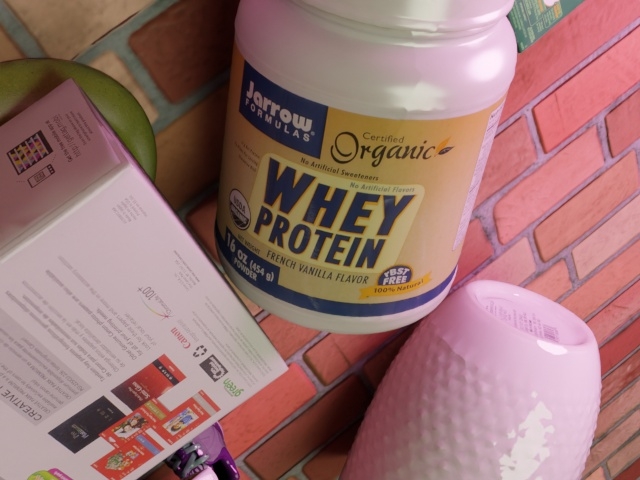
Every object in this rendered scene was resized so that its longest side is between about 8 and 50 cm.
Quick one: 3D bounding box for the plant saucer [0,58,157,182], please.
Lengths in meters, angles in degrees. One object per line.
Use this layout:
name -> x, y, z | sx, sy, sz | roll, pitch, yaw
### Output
plant saucer -> -0.240, -0.034, 0.822 | 0.241, 0.037, 0.241 | -22, 135, -23

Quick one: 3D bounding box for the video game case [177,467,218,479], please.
video game case -> -0.234, 0.321, 1.000 | 0.206, 0.026, 0.227 | -32, 180, 43

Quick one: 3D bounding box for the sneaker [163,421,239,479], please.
sneaker -> -0.153, 0.209, 1.060 | 0.083, 0.098, 0.223 | -44, 140, 1

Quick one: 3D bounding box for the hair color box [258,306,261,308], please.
hair color box -> 0.000, 0.000, 1.036 | 0.167, 0.053, 0.093 | -17, 135, -26

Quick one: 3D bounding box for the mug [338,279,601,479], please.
mug -> 0.216, 0.220, 1.275 | 0.374, 0.276, 0.328 | -29, 141, -65

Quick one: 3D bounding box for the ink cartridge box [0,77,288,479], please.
ink cartridge box -> -0.215, 0.074, 0.808 | 0.272, 0.130, 0.309 | -36, 140, -5

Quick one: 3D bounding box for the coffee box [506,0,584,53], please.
coffee box -> 0.245, -0.286, 0.991 | 0.184, 0.040, 0.113 | -40, 141, -2

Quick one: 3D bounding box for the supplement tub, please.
supplement tub -> 0.034, -0.103, 0.834 | 0.228, 0.228, 0.316 | -14, 132, -30
